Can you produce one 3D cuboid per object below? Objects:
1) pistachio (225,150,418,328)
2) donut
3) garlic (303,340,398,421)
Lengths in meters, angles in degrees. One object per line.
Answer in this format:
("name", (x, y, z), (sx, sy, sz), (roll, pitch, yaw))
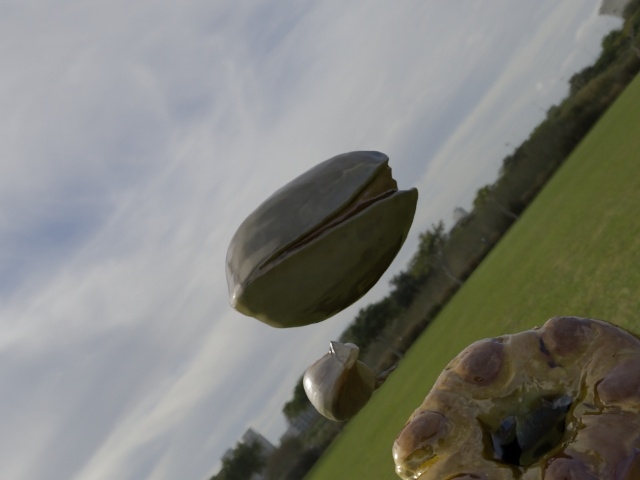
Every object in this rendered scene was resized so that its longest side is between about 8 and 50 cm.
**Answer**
("pistachio", (0.000, 0.000, 0.633), (0.185, 0.124, 0.124), (-44, -8, 3))
("donut", (0.242, 0.226, 0.797), (0.317, 0.150, 0.299), (-23, 27, 11))
("garlic", (0.050, 0.233, 1.209), (0.128, 0.090, 0.198), (-49, -38, 5))
